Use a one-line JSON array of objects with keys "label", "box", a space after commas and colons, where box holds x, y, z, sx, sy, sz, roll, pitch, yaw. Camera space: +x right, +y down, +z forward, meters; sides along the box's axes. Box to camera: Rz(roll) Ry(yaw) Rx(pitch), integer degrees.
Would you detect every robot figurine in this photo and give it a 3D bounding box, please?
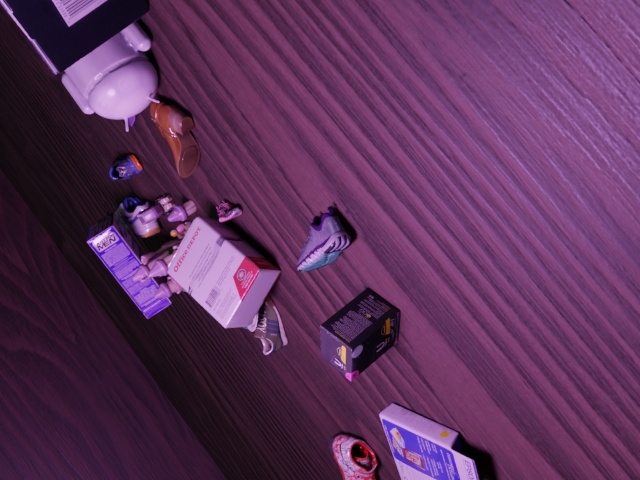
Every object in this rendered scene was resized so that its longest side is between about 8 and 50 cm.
[{"label": "robot figurine", "box": [-0.565, -0.467, 1.779, 0.300, 0.199, 0.354, -36, 87, 31]}]

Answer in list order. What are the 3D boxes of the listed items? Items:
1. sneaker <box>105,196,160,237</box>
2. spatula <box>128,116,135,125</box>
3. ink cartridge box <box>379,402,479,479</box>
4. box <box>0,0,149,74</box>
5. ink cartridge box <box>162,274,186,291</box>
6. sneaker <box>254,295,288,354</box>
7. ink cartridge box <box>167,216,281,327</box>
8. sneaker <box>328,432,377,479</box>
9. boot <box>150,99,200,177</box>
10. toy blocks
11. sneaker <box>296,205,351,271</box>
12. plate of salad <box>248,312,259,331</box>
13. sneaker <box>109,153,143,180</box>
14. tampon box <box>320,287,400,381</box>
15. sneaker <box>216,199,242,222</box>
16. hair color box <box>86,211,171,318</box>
[{"label": "sneaker", "box": [-0.678, -0.100, 2.424, 0.296, 0.111, 0.131, 9, 120, 41]}, {"label": "spatula", "box": [-0.629, -0.484, 2.027, 0.297, 0.030, 0.084, 57, 149, -1]}, {"label": "ink cartridge box", "box": [0.308, 0.583, 1.699, 0.307, 0.072, 0.304, 12, 128, 47]}, {"label": "box", "box": [-0.661, -0.705, 1.455, 0.472, 0.297, 0.480, 50, 171, 7]}, {"label": "ink cartridge box", "box": [-0.550, 0.129, 2.490, 0.104, 0.061, 0.181, 0, 120, 56]}, {"label": "sneaker", "box": [-0.163, 0.260, 2.035, 0.064, 0.086, 0.192, 15, 132, 48]}, {"label": "ink cartridge box", "box": [-0.275, 0.086, 1.904, 0.272, 0.114, 0.197, 38, 104, 27]}, {"label": "sneaker", "box": [0.131, 0.713, 2.056, 0.270, 0.090, 0.145, 61, 152, -5]}, {"label": "boot", "box": [-0.406, -0.284, 1.865, 0.152, 0.072, 0.197, 32, 131, 34]}, {"label": "toy blocks", "box": [-0.499, 0.044, 2.132, 0.288, 0.260, 0.309, -7, 114, 58]}, {"label": "sneaker", "box": [0.000, 0.000, 1.574, 0.223, 0.083, 0.098, -39, 65, 56]}, {"label": "plate of salad", "box": [-0.224, 0.173, 2.015, 0.200, 0.048, 0.200, 175, 90, -69]}, {"label": "sneaker", "box": [-0.679, -0.239, 2.286, 0.221, 0.087, 0.083, -12, 109, 58]}, {"label": "tampon box", "box": [0.090, 0.214, 1.547, 0.101, 0.161, 0.121, 34, 145, 32]}, {"label": "sneaker", "box": [-0.259, -0.086, 1.880, 0.119, 0.047, 0.057, -13, 97, 57]}, {"label": "hair color box", "box": [-0.650, 0.083, 2.311, 0.339, 0.110, 0.185, 60, 175, -22]}]
